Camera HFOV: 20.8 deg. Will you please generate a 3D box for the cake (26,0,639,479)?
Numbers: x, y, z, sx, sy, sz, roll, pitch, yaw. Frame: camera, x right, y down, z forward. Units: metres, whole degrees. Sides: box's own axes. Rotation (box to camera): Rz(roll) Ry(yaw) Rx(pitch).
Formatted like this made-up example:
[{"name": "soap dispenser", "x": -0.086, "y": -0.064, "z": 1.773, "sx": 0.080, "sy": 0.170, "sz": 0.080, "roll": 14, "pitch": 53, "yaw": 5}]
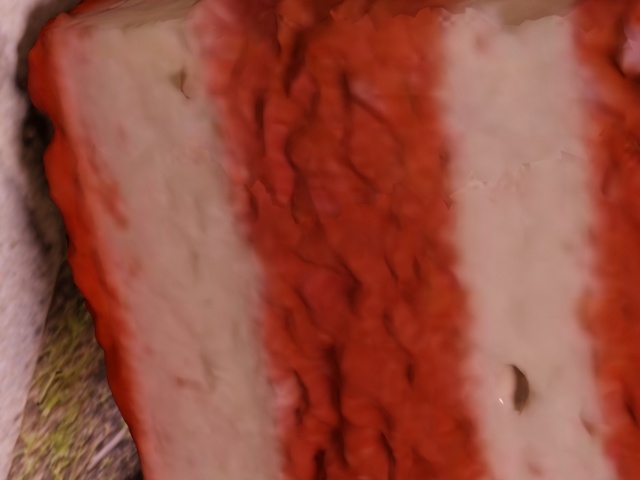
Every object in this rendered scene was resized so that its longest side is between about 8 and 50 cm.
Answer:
[{"name": "cake", "x": 0.084, "y": -0.020, "z": 0.719, "sx": 0.270, "sy": 0.319, "sz": 0.269, "roll": -46, "pitch": 134, "yaw": -51}]
